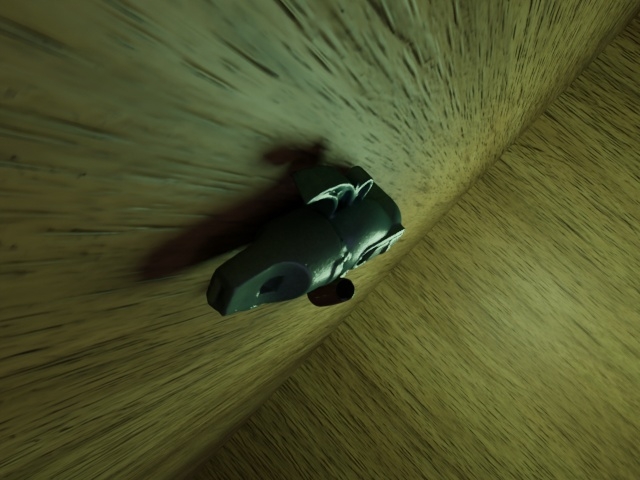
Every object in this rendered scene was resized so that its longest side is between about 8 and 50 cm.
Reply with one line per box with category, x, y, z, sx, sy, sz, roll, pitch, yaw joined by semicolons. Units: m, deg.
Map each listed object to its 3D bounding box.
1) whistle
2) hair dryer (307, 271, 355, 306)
whistle;0.000;0.000;0.477;0.274;0.093;0.186;-27;158;-46
hair dryer;0.043;0.045;0.824;0.106;0.054;0.154;-23;-147;60
